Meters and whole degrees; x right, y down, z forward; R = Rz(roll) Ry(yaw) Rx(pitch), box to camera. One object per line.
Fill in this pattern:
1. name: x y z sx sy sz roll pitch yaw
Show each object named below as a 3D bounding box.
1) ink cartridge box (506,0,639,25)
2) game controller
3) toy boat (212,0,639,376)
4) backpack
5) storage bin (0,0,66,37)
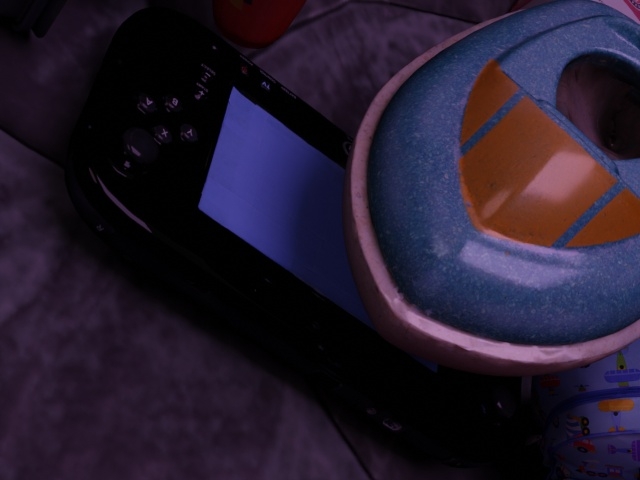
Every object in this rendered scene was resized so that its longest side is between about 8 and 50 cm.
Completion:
1. ink cartridge box: 0.188 -0.079 0.918 0.172 0.100 0.237 48 46 -12
2. game controller: 0.000 0.000 0.739 0.319 0.067 0.166 36 50 -24
3. toy boat: 0.074 -0.081 0.683 0.318 0.148 0.267 41 53 5
4. backpack: 0.199 0.113 0.760 0.173 0.158 0.117 67 25 -61
5. storage bin: -0.168 -0.171 0.634 0.091 0.135 0.098 0 70 -31
